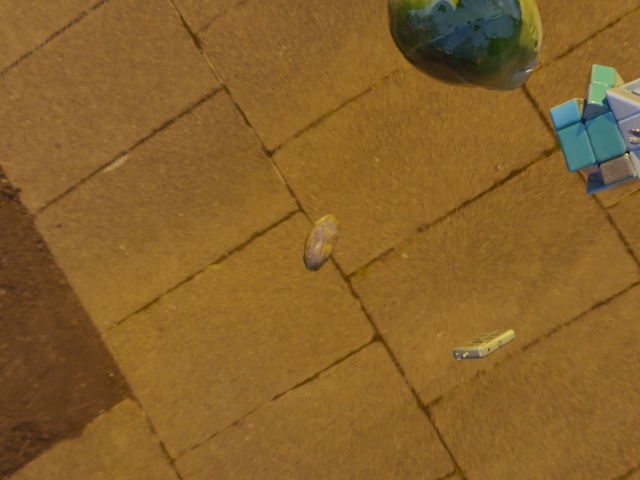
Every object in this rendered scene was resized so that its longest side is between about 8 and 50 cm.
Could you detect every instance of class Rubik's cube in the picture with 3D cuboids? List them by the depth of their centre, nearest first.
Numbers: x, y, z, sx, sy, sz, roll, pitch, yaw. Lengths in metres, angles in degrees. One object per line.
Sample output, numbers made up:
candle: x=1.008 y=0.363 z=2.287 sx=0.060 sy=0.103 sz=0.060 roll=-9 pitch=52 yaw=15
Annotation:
Rubik's cube: x=0.587 y=-0.216 z=1.577 sx=0.213 sy=0.224 sz=0.265 roll=-22 pitch=83 yaw=41

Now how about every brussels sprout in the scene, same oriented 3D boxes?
brussels sprout: x=0.319 y=-0.465 z=1.793 sx=0.354 sy=0.289 sz=0.281 roll=27 pitch=65 yaw=-31

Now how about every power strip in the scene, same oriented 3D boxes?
power strip: x=0.342 y=0.219 z=1.751 sx=0.076 sy=0.169 sz=0.028 roll=-9 pitch=94 yaw=40

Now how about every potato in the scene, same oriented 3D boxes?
potato: x=0.000 y=0.000 z=1.190 sx=0.046 sy=0.045 sz=0.092 roll=34 pitch=75 yaw=-23

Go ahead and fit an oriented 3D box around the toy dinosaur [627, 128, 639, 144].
toy dinosaur: x=0.598 y=-0.142 z=1.376 sx=0.209 sy=0.082 sz=0.039 roll=25 pitch=58 yaw=-16
